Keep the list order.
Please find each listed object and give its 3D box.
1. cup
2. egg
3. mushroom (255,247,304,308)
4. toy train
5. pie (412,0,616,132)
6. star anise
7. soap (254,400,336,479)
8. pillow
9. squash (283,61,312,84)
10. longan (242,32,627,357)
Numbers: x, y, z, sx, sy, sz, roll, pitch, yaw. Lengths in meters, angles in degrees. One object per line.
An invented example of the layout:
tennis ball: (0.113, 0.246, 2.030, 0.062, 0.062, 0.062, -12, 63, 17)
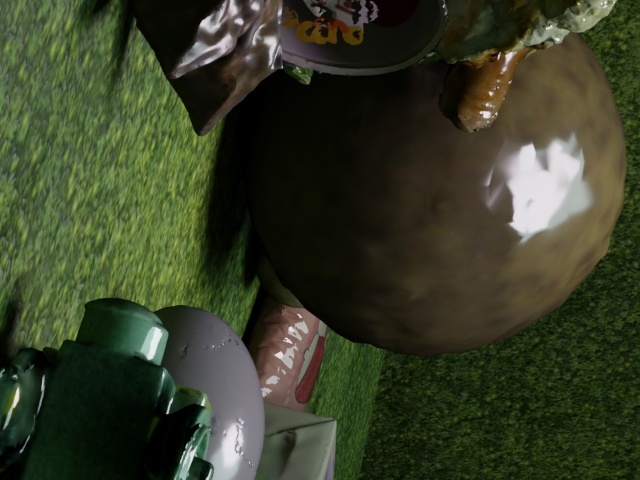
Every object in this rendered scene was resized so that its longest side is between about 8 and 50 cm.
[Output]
cup: (0.030, -0.309, 1.637, 0.203, 0.203, 0.288, 91, 9, -61)
egg: (-0.116, 0.144, 1.516, 0.146, 0.146, 0.199, 88, 9, -66)
mushroom: (0.000, 0.000, 2.138, 0.127, 0.166, 0.166, 60, 20, -11)
toy train: (-0.173, 0.240, 1.293, 0.253, 0.160, 0.397, 97, 8, -80)
pie: (0.150, -0.257, 1.648, 0.274, 0.105, 0.257, -44, -129, 40)
star anise: (-0.061, -0.224, 1.343, 0.315, 0.108, 0.315, 7, 90, -81)
soap: (-0.087, 0.238, 1.782, 0.199, 0.182, 0.138, 93, 12, -56)
pillow: (-0.039, 0.128, 2.290, 0.223, 0.084, 0.236, 83, 21, -66)
squash: (0.021, -0.305, 1.787, 0.118, 0.118, 0.371, 87, 22, -67)
longan: (0.107, -0.081, 1.904, 0.391, 0.391, 0.391, 15, 90, -83)
